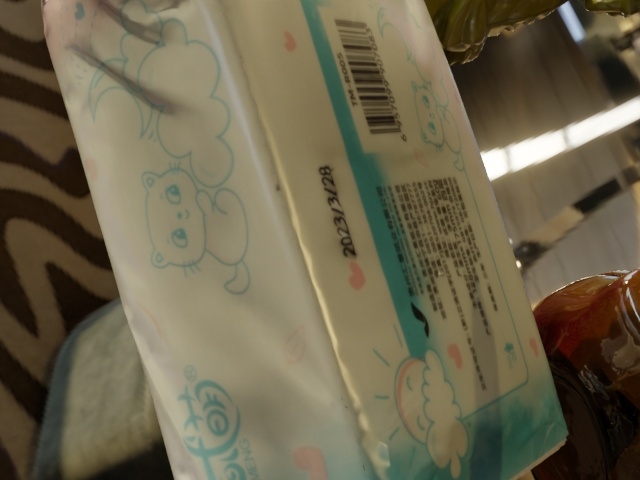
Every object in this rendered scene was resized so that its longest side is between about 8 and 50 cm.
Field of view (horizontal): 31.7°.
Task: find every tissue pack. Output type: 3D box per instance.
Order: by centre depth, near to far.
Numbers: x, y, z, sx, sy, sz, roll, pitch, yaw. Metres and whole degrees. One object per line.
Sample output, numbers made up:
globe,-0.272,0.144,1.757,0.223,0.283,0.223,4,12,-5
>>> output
tissue pack,-0.001,0.000,0.524,0.201,0.124,0.271,-11,83,-61

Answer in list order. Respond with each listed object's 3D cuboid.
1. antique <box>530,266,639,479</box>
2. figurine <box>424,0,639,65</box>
antique,0.248,0.139,0.912,0.223,0.129,0.278,60,-22,27
figurine,0.181,-0.182,0.740,0.187,0.315,0.168,-97,-168,-63
